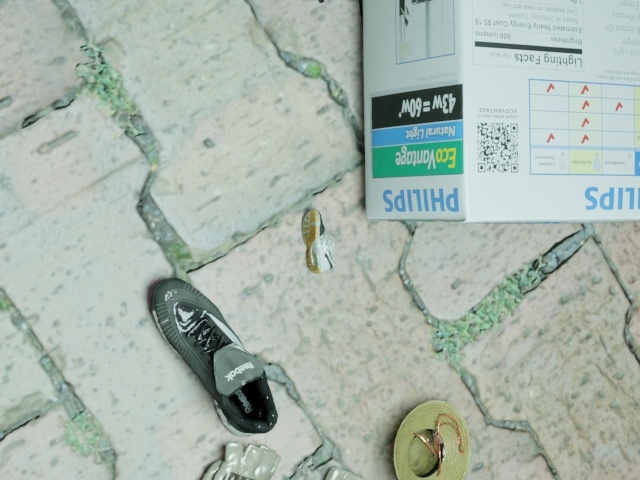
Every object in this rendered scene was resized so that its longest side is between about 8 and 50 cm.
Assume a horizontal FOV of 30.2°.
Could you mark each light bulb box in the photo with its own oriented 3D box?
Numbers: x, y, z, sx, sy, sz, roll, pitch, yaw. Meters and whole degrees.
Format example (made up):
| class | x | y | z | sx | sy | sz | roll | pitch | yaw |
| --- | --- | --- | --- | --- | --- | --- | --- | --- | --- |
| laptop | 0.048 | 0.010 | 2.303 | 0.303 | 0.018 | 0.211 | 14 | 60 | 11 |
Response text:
| class | x | y | z | sx | sy | sz | roll | pitch | yaw |
| --- | --- | --- | --- | --- | --- | --- | --- | --- | --- |
| light bulb box | 0.258 | -0.202 | 1.522 | 0.358 | 0.225 | 0.361 | -1 | 92 | -30 |

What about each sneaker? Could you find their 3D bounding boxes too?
| class | x | y | z | sx | sy | sz | roll | pitch | yaw |
| --- | --- | --- | --- | --- | --- | --- | --- | --- | --- |
| sneaker | 0.000 | 0.000 | 1.537 | 0.037 | 0.032 | 0.083 | -11 | 100 | -37 |
| sneaker | -0.119 | 0.143 | 1.441 | 0.078 | 0.106 | 0.234 | -36 | 104 | -20 |

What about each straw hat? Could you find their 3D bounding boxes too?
| class | x | y | z | sx | sy | sz | roll | pitch | yaw |
| --- | --- | --- | --- | --- | --- | --- | --- | --- | --- |
| straw hat | 0.131 | 0.283 | 1.576 | 0.144 | 0.061 | 0.144 | 7 | 79 | -38 |

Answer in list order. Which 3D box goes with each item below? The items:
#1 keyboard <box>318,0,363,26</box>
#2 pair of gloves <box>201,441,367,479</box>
| class | x | y | z | sx | sy | sz | roll | pitch | yaw |
| --- | --- | --- | --- | --- | --- | --- | --- | --- | --- |
| keyboard | 0.051 | -0.418 | 1.553 | 0.201 | 0.033 | 0.317 | -11 | 94 | -30 |
| pair of gloves | -0.057 | 0.370 | 1.506 | 0.240 | 0.042 | 0.204 | 20 | 79 | -24 |
